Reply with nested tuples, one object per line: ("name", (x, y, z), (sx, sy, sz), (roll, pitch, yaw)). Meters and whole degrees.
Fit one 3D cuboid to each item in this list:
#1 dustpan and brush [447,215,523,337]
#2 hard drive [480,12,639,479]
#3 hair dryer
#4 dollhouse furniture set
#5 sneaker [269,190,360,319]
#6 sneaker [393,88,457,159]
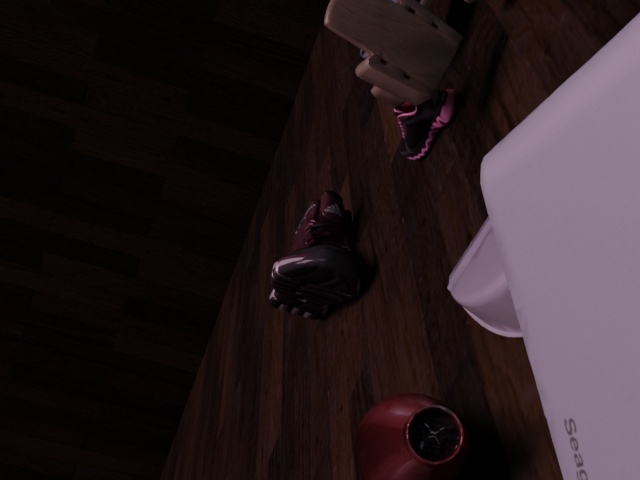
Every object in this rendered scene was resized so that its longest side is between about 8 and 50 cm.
("dustpan and brush", (0.150, 0.015, 0.627), (0.147, 0.060, 0.211), (-58, 7, 14))
("hard drive", (0.163, 0.013, 0.298), (0.353, 0.047, 0.233), (130, 129, -67))
("hair dryer", (0.062, 0.215, 0.722), (0.223, 0.080, 0.293), (-93, 7, -55))
("dollhouse furniture set", (0.049, -0.291, 1.078), (0.286, 0.198, 0.303), (-61, 10, -9))
("sneaker", (0.000, 0.000, 1.312), (0.281, 0.106, 0.162), (137, 151, -72))
("sneaker", (0.102, -0.130, 1.094), (0.119, 0.057, 0.047), (121, 160, -58))
